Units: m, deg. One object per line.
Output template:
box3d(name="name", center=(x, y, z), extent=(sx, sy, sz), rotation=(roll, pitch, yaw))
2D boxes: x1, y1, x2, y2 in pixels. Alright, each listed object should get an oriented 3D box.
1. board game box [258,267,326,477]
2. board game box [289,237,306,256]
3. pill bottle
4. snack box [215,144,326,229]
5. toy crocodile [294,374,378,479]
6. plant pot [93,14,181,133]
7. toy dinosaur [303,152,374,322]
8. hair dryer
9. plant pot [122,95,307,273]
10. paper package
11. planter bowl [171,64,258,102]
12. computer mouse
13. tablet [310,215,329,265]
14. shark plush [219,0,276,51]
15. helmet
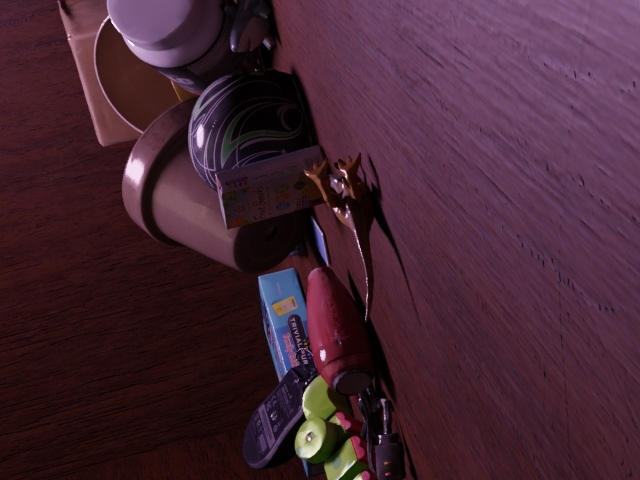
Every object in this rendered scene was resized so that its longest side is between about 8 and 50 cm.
box3d(name="board game box", center=(-0.037, 0.260, 2.301), extent=(0.254, 0.079, 0.336), rotation=(89, 165, -62))
box3d(name="board game box", center=(-0.086, -0.070, 2.088), extent=(0.194, 0.060, 0.194), rotation=(-163, 58, -82))
box3d(name="pill bottle", center=(-0.207, -0.327, 1.789), extent=(0.283, 0.161, 0.161), rotation=(25, -132, -75))
box3d(name="snack box", center=(-0.062, -0.068, 1.536), extent=(0.100, 0.141, 0.037), rotation=(89, 164, -62))
box3d(name="toy crocodile", center=(0.053, 0.329, 1.657), extent=(0.115, 0.105, 0.340), rotation=(29, -157, -34))
box3d(name="plant pot", center=(-0.269, -0.360, 2.293), extent=(0.191, 0.284, 0.284), rotation=(-53, -41, -51))
box3d(name="toy dinosaur", center=(0.038, -0.029, 1.223), extent=(0.112, 0.064, 0.211), rotation=(58, -167, -33))
box3d(name="hair dryer", center=(0.033, 0.177, 1.544), extent=(0.223, 0.080, 0.293), rotation=(132, 124, -83))
box3d(name="plant pot", center=(-0.146, -0.069, 1.876), extent=(0.229, 0.263, 0.263), rotation=(38, 150, 36))
box3d(name="paper package", center=(-0.357, -0.385, 2.516), extent=(0.168, 0.325, 0.309), rotation=(-112, 10, -46))
box3d(name="planter bowl", center=(-0.167, -0.285, 2.018), extent=(0.217, 0.090, 0.217), rotation=(48, -152, -38))
box3d(name="computer mouse", center=(-0.038, 0.306, 2.070), extent=(0.272, 0.072, 0.188), rotation=(-50, 37, 29))
box3d(name="tablet", center=(0.000, 0.000, 1.752), extent=(0.083, 0.006, 0.054), rotation=(-122, 19, -66))
box3d(name="shark plush", center=(-0.113, -0.339, 1.693), extent=(0.073, 0.067, 0.161), rotation=(93, 162, -68))
box3d(name="helmet", center=(-0.102, -0.145, 1.612), extent=(0.169, 0.161, 0.169), rotation=(165, 90, -83))
